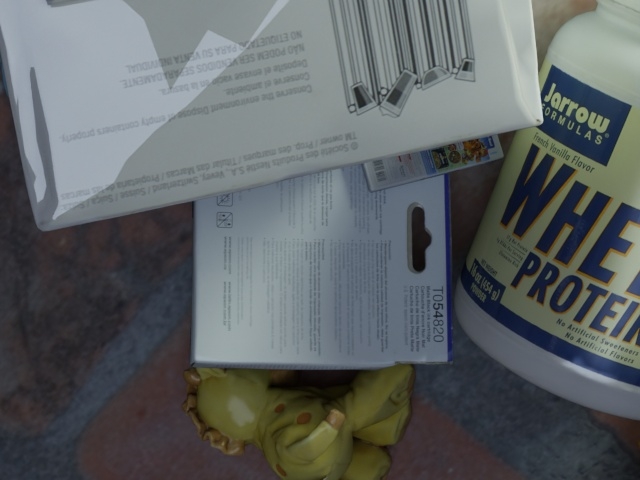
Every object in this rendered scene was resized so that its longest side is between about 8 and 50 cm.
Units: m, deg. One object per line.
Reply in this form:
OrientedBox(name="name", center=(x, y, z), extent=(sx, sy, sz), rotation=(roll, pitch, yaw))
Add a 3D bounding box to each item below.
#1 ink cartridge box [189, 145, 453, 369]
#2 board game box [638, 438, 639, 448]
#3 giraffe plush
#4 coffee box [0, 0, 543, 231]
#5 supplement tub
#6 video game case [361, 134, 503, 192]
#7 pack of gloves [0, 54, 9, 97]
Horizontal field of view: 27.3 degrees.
OrientedBox(name="ink cartridge box", center=(0.000, 0.000, 1.131), extent=(0.224, 0.045, 0.223), rotation=(2, 80, -8))
OrientedBox(name="board game box", center=(0.429, 0.374, 1.167), extent=(0.390, 0.050, 0.390), rotation=(8, 90, -20))
OrientedBox(name="giraffe plush", center=(-0.037, 0.161, 1.190), extent=(0.170, 0.210, 0.181), rotation=(29, 114, 25))
OrientedBox(name="coffee box", center=(-0.066, -0.239, 0.937), extent=(0.338, 0.334, 0.338), rotation=(-12, 108, -7))
OrientedBox(name="supplement tub", center=(0.266, -0.044, 1.062), extent=(0.235, 0.235, 0.325), rotation=(18, 107, -3))
OrientedBox(name="video game case", center=(0.088, -0.097, 1.131), extent=(0.122, 0.011, 0.087), rotation=(-15, 82, -10))
OrientedBox(name="pack of gloves", center=(-0.262, -0.170, 1.036), extent=(0.046, 0.195, 0.232), rotation=(-10, 143, -6))
